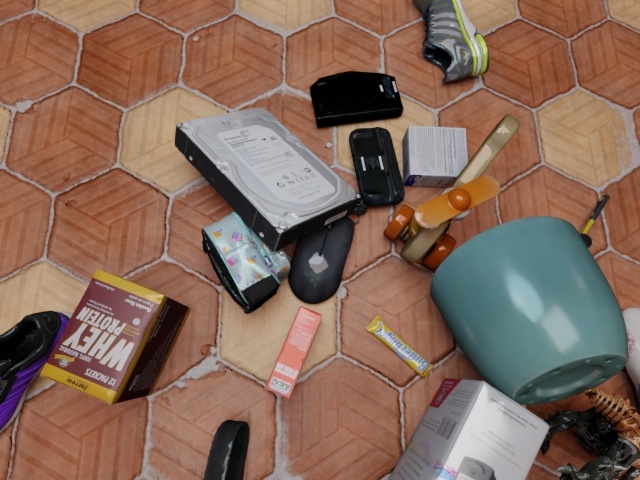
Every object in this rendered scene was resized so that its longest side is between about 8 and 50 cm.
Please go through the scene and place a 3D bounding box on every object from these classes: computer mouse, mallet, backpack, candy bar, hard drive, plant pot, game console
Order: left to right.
[{"bbox_3d":[-0.151,0.032,0.854,0.144,0.166,0.188,-38,83,-13],"label":"backpack"},{"bbox_3d":[-0.110,-0.148,0.881,0.237,0.064,0.339,-26,62,-40],"label":"hard drive"},{"bbox_3d":[0.000,0.000,0.920,0.188,0.072,0.272,11,74,-1],"label":"computer mouse"},{"bbox_3d":[0.102,-0.248,1.003,0.213,0.044,0.361,-8,72,-5],"label":"game console"},{"bbox_3d":[0.169,0.225,0.895,0.161,0.018,0.040,41,77,9],"label":"candy bar"},{"bbox_3d":[0.376,0.141,0.748,0.293,0.293,0.235,-9,48,-5],"label":"plant pot"},{"bbox_3d":[0.621,-0.036,0.986,0.039,0.062,0.190,41,62,7],"label":"mallet"}]

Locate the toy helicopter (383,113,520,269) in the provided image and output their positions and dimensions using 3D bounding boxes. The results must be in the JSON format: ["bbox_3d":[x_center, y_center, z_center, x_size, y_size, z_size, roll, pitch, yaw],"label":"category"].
[{"bbox_3d":[0.275,-0.104,0.843,0.140,0.235,0.355,37,94,7],"label":"toy helicopter"}]

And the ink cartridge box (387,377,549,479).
[{"bbox_3d":[0.229,0.408,0.741,0.131,0.226,0.306,31,77,7],"label":"ink cartridge box"}]

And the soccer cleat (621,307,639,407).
[{"bbox_3d":[0.695,0.294,0.838,0.116,0.143,0.331,-3,74,-4],"label":"soccer cleat"}]

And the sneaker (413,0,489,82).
[{"bbox_3d":[0.302,-0.531,1.067,0.121,0.111,0.300,-25,75,-5],"label":"sneaker"}]

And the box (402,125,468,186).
[{"bbox_3d":[0.265,-0.194,0.987,0.137,0.072,0.126,2,75,-2],"label":"box"}]

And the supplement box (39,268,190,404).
[{"bbox_3d":[-0.362,0.179,0.788,0.129,0.194,0.191,21,75,3],"label":"supplement box"}]

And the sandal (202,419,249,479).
[{"bbox_3d":[-0.160,0.545,0.708,0.107,0.167,0.446,5,74,7],"label":"sandal"}]

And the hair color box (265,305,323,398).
[{"bbox_3d":[-0.051,0.222,0.845,0.053,0.093,0.167,21,74,4],"label":"hair color box"}]

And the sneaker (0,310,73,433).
[{"bbox_3d":[-0.597,0.249,0.781,0.102,0.146,0.293,32,75,6],"label":"sneaker"}]

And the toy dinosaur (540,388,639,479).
[{"bbox_3d":[0.513,0.354,0.774,0.218,0.164,0.322,-31,103,9],"label":"toy dinosaur"}]
